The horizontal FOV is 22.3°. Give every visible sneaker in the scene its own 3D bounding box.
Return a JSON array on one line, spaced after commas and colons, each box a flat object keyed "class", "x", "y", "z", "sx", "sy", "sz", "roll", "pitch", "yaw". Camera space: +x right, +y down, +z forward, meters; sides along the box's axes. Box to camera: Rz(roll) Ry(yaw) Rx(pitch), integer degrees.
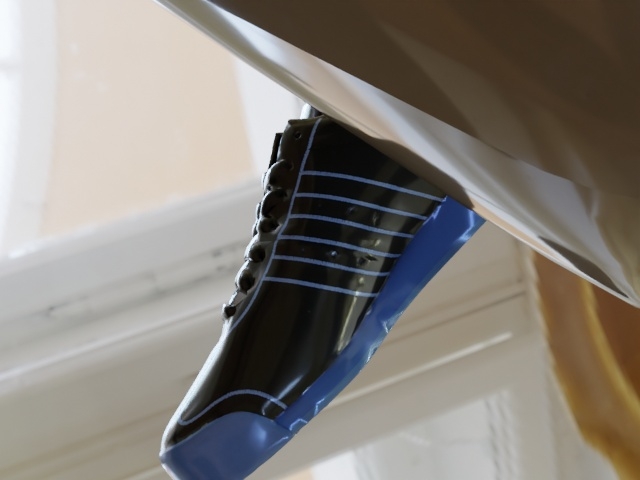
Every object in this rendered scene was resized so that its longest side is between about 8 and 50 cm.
[{"class": "sneaker", "x": 0.000, "y": 0.000, "z": 0.677, "sx": 0.090, "sy": 0.232, "sz": 0.081, "roll": 43, "pitch": -14, "yaw": -4}]

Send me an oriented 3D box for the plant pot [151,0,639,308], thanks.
[{"class": "plant pot", "x": 0.055, "y": -0.143, "z": 0.402, "sx": 0.280, "sy": 0.323, "sz": 0.323, "roll": 51, "pitch": -32, "yaw": 19}]
